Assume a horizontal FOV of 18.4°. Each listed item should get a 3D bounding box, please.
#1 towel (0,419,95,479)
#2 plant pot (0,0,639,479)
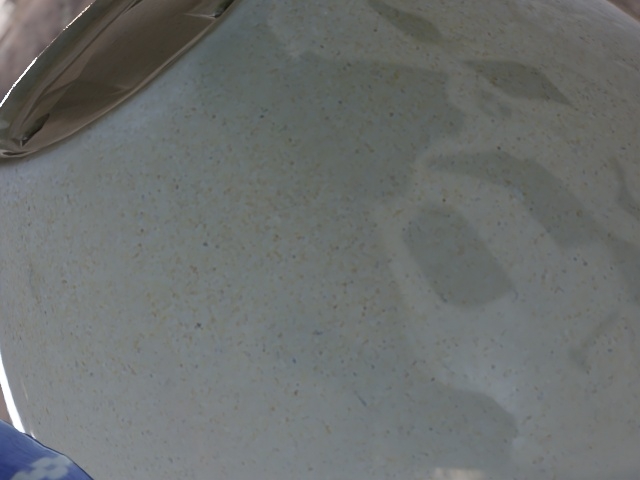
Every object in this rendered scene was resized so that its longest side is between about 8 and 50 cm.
[{"bbox_3d":[-0.024,0.112,0.211,0.336,0.040,0.243,17,-152,35],"label":"towel"},{"bbox_3d":[0.000,0.000,0.645,0.191,0.284,0.284,49,-170,-23],"label":"plant pot"}]
